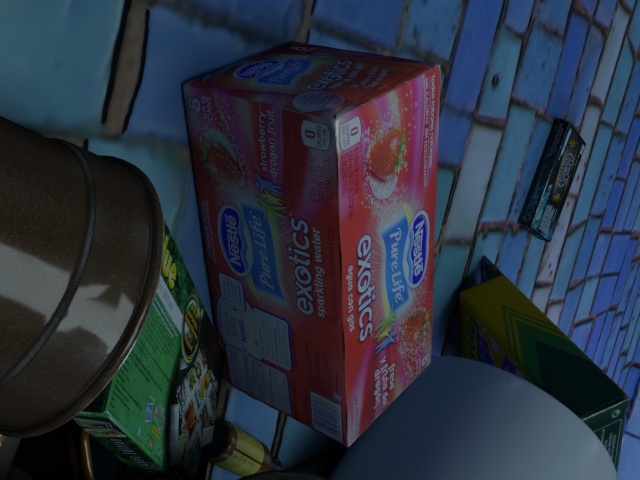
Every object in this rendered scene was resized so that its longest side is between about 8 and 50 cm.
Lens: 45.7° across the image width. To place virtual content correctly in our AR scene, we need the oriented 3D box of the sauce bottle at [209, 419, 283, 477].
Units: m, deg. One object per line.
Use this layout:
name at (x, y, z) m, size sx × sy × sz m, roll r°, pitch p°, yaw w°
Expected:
sauce bottle at (-0.075, 0.213, 0.749) m, size 0.042 × 0.042 × 0.128 m, roll -59°, pitch 145°, yaw -17°

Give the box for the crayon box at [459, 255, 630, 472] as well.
crayon box at (0.292, 0.196, 1.089) m, size 0.083 × 0.323 × 0.203 m, roll -20°, pitch 128°, yaw -12°

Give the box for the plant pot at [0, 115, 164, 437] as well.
plant pot at (-0.194, -0.002, 0.370) m, size 0.165 × 0.167 × 0.167 m, roll 34°, pitch 78°, yaw -49°

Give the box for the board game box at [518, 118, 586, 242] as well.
board game box at (0.393, -0.098, 1.281) m, size 0.126 × 0.026 × 0.186 m, roll 22°, pitch 88°, yaw -57°

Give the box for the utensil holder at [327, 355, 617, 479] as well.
utensil holder at (0.131, 0.377, 0.880) m, size 0.385 × 0.327 × 0.328 m, roll -49°, pitch 141°, yaw -32°

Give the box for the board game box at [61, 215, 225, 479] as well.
board game box at (-0.110, 0.094, 0.535) m, size 0.260 × 0.030 × 0.136 m, roll 84°, pitch 13°, yaw -60°

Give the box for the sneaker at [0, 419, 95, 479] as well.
sneaker at (-0.211, 0.203, 0.474) m, size 0.106 × 0.123 × 0.290 m, roll 3°, pitch 104°, yaw -58°

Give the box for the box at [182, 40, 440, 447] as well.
box at (0.000, 0.000, 0.650) m, size 0.142 × 0.154 × 0.300 m, roll -35°, pitch 132°, yaw -42°

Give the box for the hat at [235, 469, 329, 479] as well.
hat at (-0.118, 0.289, 0.562) m, size 0.331 × 0.134 × 0.331 m, roll -19°, pitch 119°, yaw -38°
